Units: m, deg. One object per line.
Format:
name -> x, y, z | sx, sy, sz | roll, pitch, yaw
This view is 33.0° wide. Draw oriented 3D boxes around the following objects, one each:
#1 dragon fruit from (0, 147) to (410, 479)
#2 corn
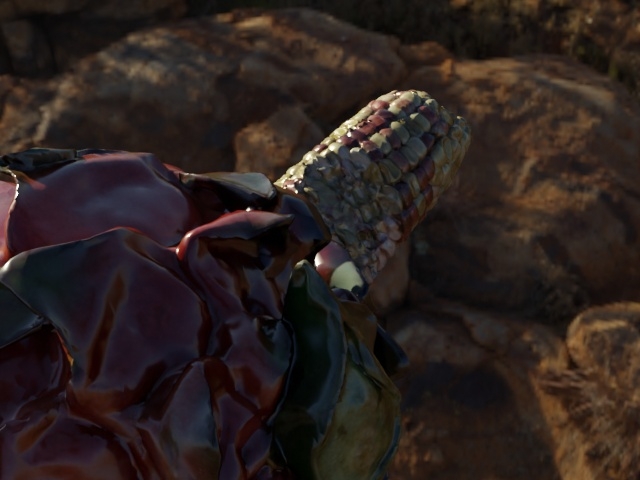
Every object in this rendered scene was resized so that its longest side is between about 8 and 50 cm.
dragon fruit -> -0.106, 0.059, 0.442 | 0.293, 0.234, 0.234 | 17, 45, 35
corn -> 0.000, 0.000, 0.714 | 0.098, 0.098, 0.290 | 30, 65, 32
